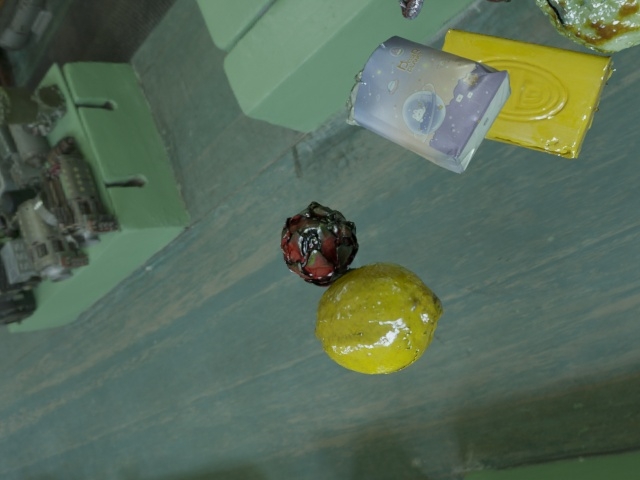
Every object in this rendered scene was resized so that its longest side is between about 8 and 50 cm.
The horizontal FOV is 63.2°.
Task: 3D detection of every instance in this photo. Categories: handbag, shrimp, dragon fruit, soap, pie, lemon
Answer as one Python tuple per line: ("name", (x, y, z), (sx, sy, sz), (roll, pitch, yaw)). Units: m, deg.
("handbag", (0.113, -0.163, 0.597), (0.173, 0.095, 0.117), (31, 89, 28))
("shrimp", (0.200, -0.567, 1.126), (0.065, 0.056, 0.165), (32, 129, 58))
("dragon fruit", (-0.002, 0.006, 1.108), (0.182, 0.182, 0.189), (29, 128, 32))
("soap", (0.389, -0.296, 1.050), (0.324, 0.096, 0.204), (21, 108, 26))
("pie", (0.462, -0.415, 0.853), (0.248, 0.090, 0.201), (38, 139, -9))
("lemon", (0.102, 0.143, 0.959), (0.260, 0.204, 0.204), (-19, 85, 33))

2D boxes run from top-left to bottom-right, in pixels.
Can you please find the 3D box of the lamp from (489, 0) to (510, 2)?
("lamp", (0.381, -0.543, 1.083), (0.101, 0.101, 0.090), (-25, 76, 39))
